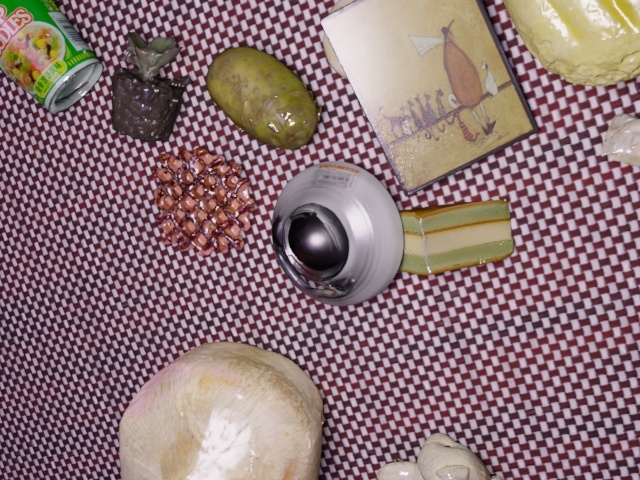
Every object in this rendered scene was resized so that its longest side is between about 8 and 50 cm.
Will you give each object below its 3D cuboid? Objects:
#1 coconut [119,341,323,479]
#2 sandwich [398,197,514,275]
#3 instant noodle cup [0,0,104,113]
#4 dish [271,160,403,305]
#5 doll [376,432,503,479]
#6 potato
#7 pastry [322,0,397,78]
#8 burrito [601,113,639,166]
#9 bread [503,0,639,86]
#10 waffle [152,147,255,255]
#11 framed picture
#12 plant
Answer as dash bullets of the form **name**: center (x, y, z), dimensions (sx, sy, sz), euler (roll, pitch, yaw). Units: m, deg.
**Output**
- **coconut**: center (-0.186, 0.401, 1.360), dimensions (0.404, 0.404, 0.405), euler (4, 101, 19)
- **sandwich**: center (0.233, -0.011, 1.322), dimensions (0.187, 0.144, 0.117), euler (-11, 98, -15)
- **instant noodle cup**: center (-0.564, -0.389, 1.447), dimensions (0.233, 0.207, 0.207), euler (45, 111, -3)
- **dish**: center (0.000, 0.000, 1.312), dimensions (0.273, 0.133, 0.274), euler (9, 107, 32)
- **doll**: center (0.196, 0.467, 1.381), dimensions (0.278, 0.175, 0.149), euler (-38, 48, 30)
- **potato**: center (-0.107, -0.266, 1.344), dimensions (0.251, 0.113, 0.149), euler (38, 118, 18)
- **pastry**: center (0.079, -0.354, 1.270), dimensions (0.156, 0.092, 0.157), euler (5, 105, 18)
- **burrito**: center (0.591, -0.130, 1.148), dimensions (0.275, 0.059, 0.082), euler (20, 92, 15)
- **bread**: center (0.419, -0.393, 1.063), dimensions (0.320, 0.237, 0.321), euler (3, 98, 21)
- **waffle**: center (-0.236, -0.076, 1.454), dimensions (0.234, 0.055, 0.221), euler (3, 103, 24)
- **framed picture**: center (0.186, -0.277, 1.224), dimensions (0.255, 0.014, 0.339), euler (-26, 101, 8)
- **plant**: center (-0.332, -0.298, 1.403), dimensions (0.142, 0.131, 0.203), euler (27, 117, 14)
